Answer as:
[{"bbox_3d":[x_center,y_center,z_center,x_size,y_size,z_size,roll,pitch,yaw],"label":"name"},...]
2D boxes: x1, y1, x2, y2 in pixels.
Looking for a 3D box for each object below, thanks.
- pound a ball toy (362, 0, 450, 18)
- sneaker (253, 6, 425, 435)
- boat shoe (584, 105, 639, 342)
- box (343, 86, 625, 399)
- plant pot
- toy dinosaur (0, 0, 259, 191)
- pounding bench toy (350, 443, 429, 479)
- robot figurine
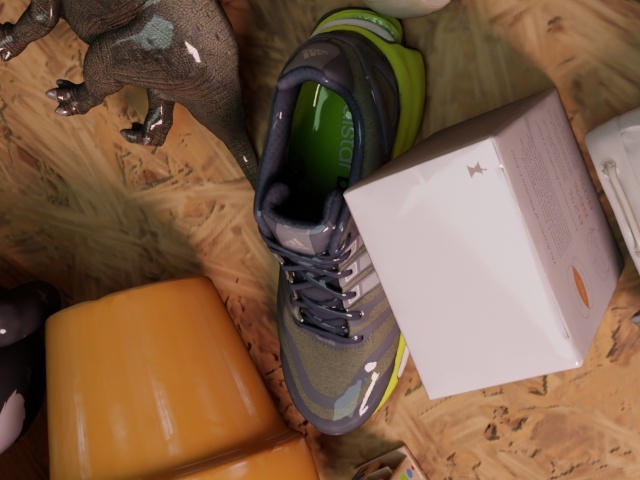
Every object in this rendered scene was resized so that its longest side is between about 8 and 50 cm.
[{"bbox_3d":[-0.044,-0.288,0.585,0.135,0.208,0.319,7,103,62],"label":"pound a ball toy"},{"bbox_3d":[0.000,0.000,0.658,0.111,0.121,0.300,7,110,23],"label":"sneaker"},{"bbox_3d":[0.230,0.046,0.583,0.088,0.096,0.268,-18,97,33],"label":"boat shoe"},{"bbox_3d":[0.105,-0.005,0.579,0.091,0.170,0.130,-19,97,29],"label":"box"},{"bbox_3d":[-0.120,0.133,0.729,0.205,0.205,0.188,-20,82,29],"label":"plant pot"},{"bbox_3d":[-0.129,-0.152,0.671,0.160,0.121,0.313,-34,87,43],"label":"toy dinosaur"},{"bbox_3d":[0.036,0.205,0.742,0.083,0.065,0.052,-32,92,30],"label":"pounding bench toy"},{"bbox_3d":[-0.315,0.114,0.752,0.173,0.278,0.209,17,94,2],"label":"robot figurine"}]
